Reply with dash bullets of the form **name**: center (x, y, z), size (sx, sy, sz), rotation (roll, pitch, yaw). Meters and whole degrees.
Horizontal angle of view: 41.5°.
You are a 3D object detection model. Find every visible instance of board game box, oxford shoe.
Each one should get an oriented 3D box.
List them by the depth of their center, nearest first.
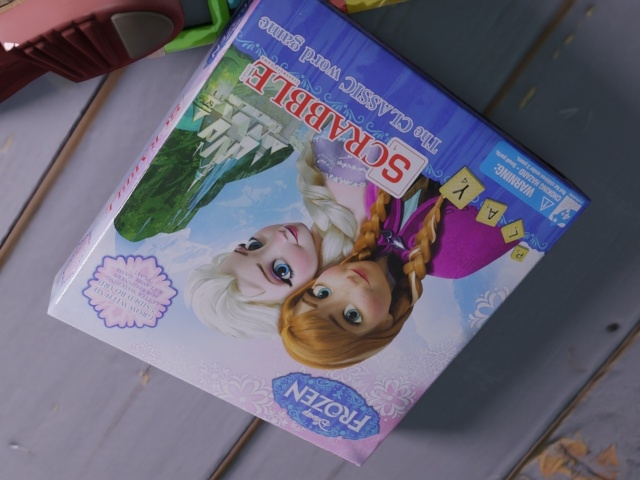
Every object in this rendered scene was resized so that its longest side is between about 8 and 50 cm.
- **oxford shoe**: center (-0.271, -0.160, 0.594), size (0.348, 0.123, 0.130), rotation (-15, 84, 4)
- **board game box**: center (0.000, 0.000, 0.692), size (0.318, 0.066, 0.318), rotation (31, 107, -22)

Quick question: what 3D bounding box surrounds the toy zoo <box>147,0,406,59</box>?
- **toy zoo**: center (-0.010, -0.261, 0.624), size (0.293, 0.030, 0.192), rotation (-13, 113, -4)
